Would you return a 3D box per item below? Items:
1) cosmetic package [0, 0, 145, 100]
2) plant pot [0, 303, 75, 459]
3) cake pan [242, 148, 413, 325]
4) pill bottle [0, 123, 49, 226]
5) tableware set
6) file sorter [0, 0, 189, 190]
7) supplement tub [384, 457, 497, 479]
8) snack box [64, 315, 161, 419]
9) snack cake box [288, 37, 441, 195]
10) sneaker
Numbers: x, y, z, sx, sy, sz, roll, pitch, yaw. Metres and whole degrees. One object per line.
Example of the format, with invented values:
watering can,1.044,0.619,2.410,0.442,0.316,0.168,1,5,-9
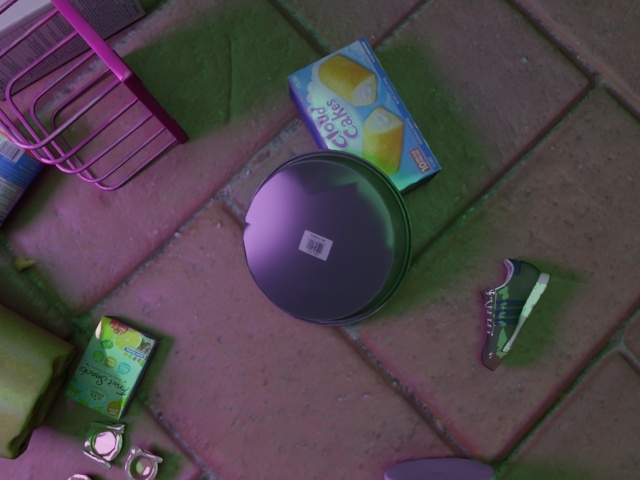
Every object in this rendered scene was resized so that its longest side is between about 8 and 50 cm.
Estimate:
cosmetic package,-0.474,-0.386,0.946,0.309,0.160,0.113,-32,83,-6
plant pot,-0.526,0.193,0.831,0.253,0.276,0.276,25,82,-9
cake pan,0.000,0.000,0.901,0.293,0.054,0.294,2,96,17
pill bottle,-0.564,-0.087,0.920,0.124,0.124,0.222,33,83,3
tableware set,-0.339,0.385,0.900,0.141,0.020,0.169,21,79,10
file sorter,-0.369,-0.214,0.860,0.182,0.291,0.202,-41,85,-3
supplement tub,0.188,0.481,0.822,0.191,0.191,0.273,-4,83,-2
snack box,-0.343,0.209,0.926,0.100,0.037,0.141,24,83,3
snack cake box,0.070,-0.190,0.963,0.152,0.089,0.264,-28,84,-5
sneaker,0.303,0.116,0.943,0.086,0.064,0.192,32,83,11
